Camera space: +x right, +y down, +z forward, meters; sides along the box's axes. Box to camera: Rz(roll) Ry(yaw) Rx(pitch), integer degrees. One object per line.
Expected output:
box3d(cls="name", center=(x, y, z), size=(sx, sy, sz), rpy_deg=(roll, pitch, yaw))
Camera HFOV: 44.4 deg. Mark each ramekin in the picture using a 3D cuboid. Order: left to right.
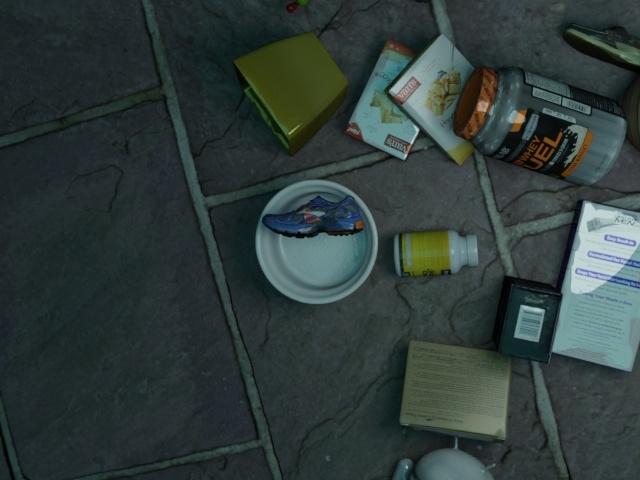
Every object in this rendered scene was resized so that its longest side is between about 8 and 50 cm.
box3d(cls="ramekin", center=(0.000, 0.000, 1.796), size=(0.277, 0.135, 0.277), rpy_deg=(1, 93, 10))

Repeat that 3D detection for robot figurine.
box3d(cls="robot figurine", center=(0.266, 0.615, 1.746), size=(0.300, 0.199, 0.354), rpy_deg=(30, 99, 36))

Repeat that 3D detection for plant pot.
box3d(cls="plant pot", center=(-0.054, -0.342, 1.764), size=(0.187, 0.212, 0.212), rpy_deg=(-35, 86, -4))
box3d(cls="plant pot", center=(0.703, -0.271, 1.648), size=(0.109, 0.237, 0.237), rpy_deg=(9, 95, 48))

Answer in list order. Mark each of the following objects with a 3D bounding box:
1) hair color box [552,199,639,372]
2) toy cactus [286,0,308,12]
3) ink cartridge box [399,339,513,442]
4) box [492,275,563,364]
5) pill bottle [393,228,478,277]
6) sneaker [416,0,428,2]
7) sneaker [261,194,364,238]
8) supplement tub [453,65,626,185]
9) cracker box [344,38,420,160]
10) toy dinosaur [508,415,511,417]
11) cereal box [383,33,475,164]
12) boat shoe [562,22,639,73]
box3d(cls="hair color box", center=(0.618, 0.094, 1.708), size=(0.185, 0.110, 0.339), rpy_deg=(14, 97, 10))
box3d(cls="toy cactus", center=(-0.057, -0.648, 1.806), size=(0.180, 0.112, 0.219), rpy_deg=(-26, 85, -9))
box3d(cls="ink cartridge box", center=(0.303, 0.337, 1.751), size=(0.234, 0.088, 0.193), rpy_deg=(7, 70, 10))
box3d(cls="box", center=(0.442, 0.165, 1.690), size=(0.108, 0.207, 0.153), rpy_deg=(11, 95, 9))
box3d(cls="pill bottle", center=(0.260, 0.028, 1.768), size=(0.184, 0.103, 0.103), rpy_deg=(-4, 92, 10))
box3d(cls="sneaker", center=(0.165, -0.580, 1.763), size=(0.227, 0.087, 0.130), rpy_deg=(-22, 82, 5))
box3d(cls="sneaker", center=(-0.017, -0.053, 1.696), size=(0.221, 0.083, 0.087), rpy_deg=(-2, 79, 4))
box3d(cls="supplement tub", center=(0.452, -0.244, 1.641), size=(0.316, 0.193, 0.194), rpy_deg=(16, 96, -7))
box3d(cls="cracker box", center=(0.174, -0.316, 1.784), size=(0.155, 0.067, 0.232), rpy_deg=(26, 97, 6))
box3d(cls="toy dinosaur", center=(0.379, 0.388, 1.808), size=(0.090, 0.047, 0.082), rpy_deg=(-19, 79, -23))
box3d(cls="cereal box", center=(0.280, -0.308, 1.723), size=(0.240, 0.047, 0.173), rpy_deg=(42, 92, -19))
box3d(cls="boat shoe", center=(0.638, -0.426, 1.698), size=(0.223, 0.080, 0.073), rpy_deg=(24, 91, 3))
